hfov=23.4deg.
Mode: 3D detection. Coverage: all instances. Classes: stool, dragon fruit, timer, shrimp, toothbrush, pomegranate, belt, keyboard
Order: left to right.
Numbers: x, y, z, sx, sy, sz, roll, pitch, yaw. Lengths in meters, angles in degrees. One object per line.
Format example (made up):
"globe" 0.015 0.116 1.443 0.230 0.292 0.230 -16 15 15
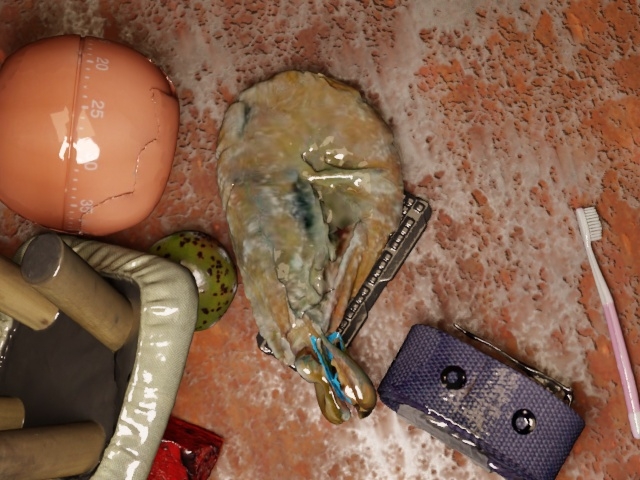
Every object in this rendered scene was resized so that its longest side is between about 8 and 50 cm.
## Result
"stool" -0.329 0.125 1.682 0.310 0.226 0.310 10 79 37
"timer" -0.274 -0.121 1.781 0.215 0.229 0.229 12 81 -7
"dragon fruit" -0.219 0.244 1.783 0.192 0.122 0.092 23 96 1
"pomegranate" -0.153 0.052 1.807 0.130 0.130 0.130 0 81 0
"shrimp" 0.000 0.000 1.820 0.221 0.110 0.445 -9 70 -2
"keyboard" 0.030 0.043 1.863 0.106 0.016 0.262 33 82 5
"belt" 0.189 0.185 1.786 0.230 0.139 0.126 30 76 6
"toothbrush" 0.352 0.097 1.855 0.025 0.020 0.286 -11 81 -9
